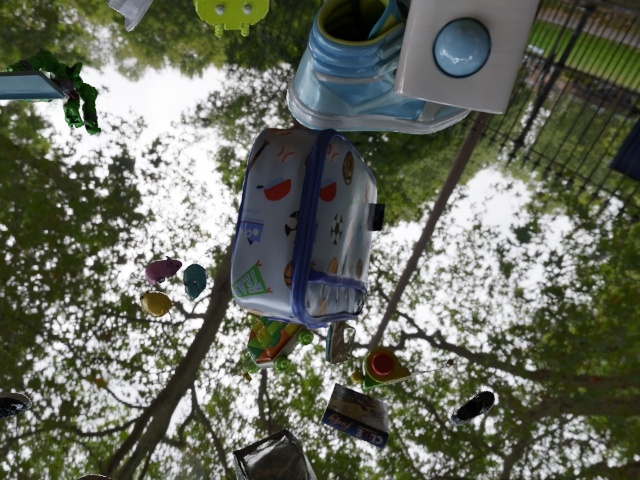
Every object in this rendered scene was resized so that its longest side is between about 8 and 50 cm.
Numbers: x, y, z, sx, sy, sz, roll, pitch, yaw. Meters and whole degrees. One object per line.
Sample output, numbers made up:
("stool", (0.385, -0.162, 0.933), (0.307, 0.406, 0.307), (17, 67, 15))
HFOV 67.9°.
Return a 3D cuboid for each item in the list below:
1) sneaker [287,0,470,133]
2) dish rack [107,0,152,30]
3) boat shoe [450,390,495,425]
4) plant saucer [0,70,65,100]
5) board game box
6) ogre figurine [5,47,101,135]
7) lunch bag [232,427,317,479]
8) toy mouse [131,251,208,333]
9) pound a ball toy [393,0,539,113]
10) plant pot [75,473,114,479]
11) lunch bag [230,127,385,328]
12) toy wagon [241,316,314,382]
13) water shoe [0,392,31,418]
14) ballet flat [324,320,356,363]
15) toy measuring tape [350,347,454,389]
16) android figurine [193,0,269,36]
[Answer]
("sneaker", (0.123, -0.254, 0.664), (0.319, 0.208, 0.127), (-10, -113, -17))
("dish rack", (-0.262, -0.515, 0.743), (0.072, 0.285, 0.332), (24, -146, -37))
("boat shoe", (0.391, 0.422, 1.201), (0.142, 0.040, 0.049), (-24, -114, -22))
("plant saucer", (-0.549, -0.270, 0.829), (0.192, 0.018, 0.067), (1, 162, 10))
("board game box", (0.097, 0.458, 1.266), (0.165, 0.042, 0.243), (21, 180, 8))
("ogre figurine", (-0.548, -0.322, 1.014), (0.197, 0.097, 0.118), (24, -130, -30))
("lunch bag", (-0.063, 0.560, 0.964), (0.169, 0.235, 0.287), (-18, -176, -20))
("toy mouse", (-0.235, 0.056, 0.764), (0.161, 0.031, 0.143), (23, -125, 33))
("pound a ball toy", (0.207, -0.292, 0.468), (0.208, 0.319, 0.136), (15, -154, 11))
("plant pot", (-0.577, 0.709, 1.111), (0.257, 0.274, 0.256), (27, 177, 2))
("lunch bag", (0.000, 0.000, 0.630), (0.115, 0.243, 0.303), (4, 173, 20))
("toy wagon", (-0.171, 0.355, 1.698), (0.068, 0.344, 0.267), (43, 177, -34))
("water shoe", (-0.880, 0.470, 1.281), (0.203, 0.073, 0.080), (-14, -145, 8))
("ballet flat", (0.049, 0.187, 1.089), (0.067, 0.206, 0.073), (1, -160, -7))
("toy measuring tape", (0.252, 0.386, 1.515), (0.330, 0.121, 0.121), (-12, -144, -8))
("android figurine", (-0.191, -0.570, 1.029), (0.248, 0.272, 0.056), (-9, -124, -19))
